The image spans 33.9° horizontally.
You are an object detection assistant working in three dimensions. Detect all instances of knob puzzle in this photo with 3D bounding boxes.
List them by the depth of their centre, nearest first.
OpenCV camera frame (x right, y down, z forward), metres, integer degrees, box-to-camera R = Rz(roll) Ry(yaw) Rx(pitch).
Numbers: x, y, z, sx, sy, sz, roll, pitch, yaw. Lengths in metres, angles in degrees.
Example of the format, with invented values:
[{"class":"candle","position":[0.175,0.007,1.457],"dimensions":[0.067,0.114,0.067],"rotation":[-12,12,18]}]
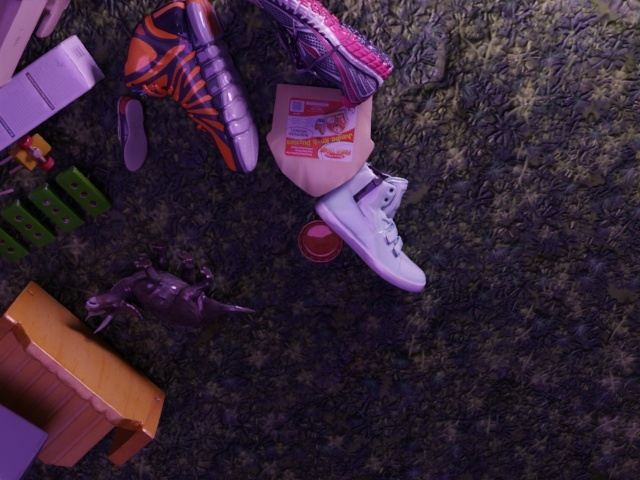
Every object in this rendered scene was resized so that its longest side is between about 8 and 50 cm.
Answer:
[{"class":"knob puzzle","position":[0.000,-0.174,1.871],"dimensions":[0.213,0.030,0.213],"rotation":[0,92,6]}]

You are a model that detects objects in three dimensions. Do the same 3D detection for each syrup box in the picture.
[{"class":"syrup box","position":[-0.513,-0.258,1.871],"dimensions":[0.237,0.093,0.096],"rotation":[-30,105,15]}]

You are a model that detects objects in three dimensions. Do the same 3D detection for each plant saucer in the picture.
[{"class":"plant saucer","position":[0.000,0.000,1.962],"dimensions":[0.084,0.013,0.083],"rotation":[1,111,4]}]

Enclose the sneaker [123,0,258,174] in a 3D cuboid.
[{"class":"sneaker","position":[-0.231,-0.254,1.845],"dimensions":[0.180,0.124,0.321],"rotation":[-17,97,16]}]

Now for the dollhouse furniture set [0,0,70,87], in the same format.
[{"class":"dollhouse furniture set","position":[-0.610,-0.416,1.723],"dimensions":[0.303,0.286,0.198],"rotation":[32,111,-4]}]

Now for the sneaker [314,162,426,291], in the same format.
[{"class":"sneaker","position":[0.130,-0.026,1.899],"dimensions":[0.256,0.094,0.151],"rotation":[42,106,-12]}]

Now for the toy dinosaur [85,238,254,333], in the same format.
[{"class":"toy dinosaur","position":[-0.279,0.101,1.991],"dimensions":[0.314,0.121,0.160],"rotation":[10,123,-3]}]

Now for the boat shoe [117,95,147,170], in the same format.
[{"class":"boat shoe","position":[-0.346,-0.195,1.907],"dimensions":[0.043,0.049,0.137],"rotation":[24,122,42]}]

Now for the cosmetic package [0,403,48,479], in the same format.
[{"class":"cosmetic package","position":[-0.774,0.347,2.029],"dimensions":[0.453,0.161,0.230],"rotation":[34,146,-5]}]

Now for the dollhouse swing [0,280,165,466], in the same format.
[{"class":"dollhouse swing","position":[-0.532,0.314,2.001],"dimensions":[0.347,0.315,0.305],"rotation":[43,98,-11]}]

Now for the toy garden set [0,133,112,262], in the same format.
[{"class":"toy garden set","position":[-0.544,-0.085,1.941],"dimensions":[0.244,0.049,0.204],"rotation":[-27,130,18]}]

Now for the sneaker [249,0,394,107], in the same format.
[{"class":"sneaker","position":[-0.021,-0.342,1.776],"dimensions":[0.299,0.121,0.112],"rotation":[36,107,-9]}]
